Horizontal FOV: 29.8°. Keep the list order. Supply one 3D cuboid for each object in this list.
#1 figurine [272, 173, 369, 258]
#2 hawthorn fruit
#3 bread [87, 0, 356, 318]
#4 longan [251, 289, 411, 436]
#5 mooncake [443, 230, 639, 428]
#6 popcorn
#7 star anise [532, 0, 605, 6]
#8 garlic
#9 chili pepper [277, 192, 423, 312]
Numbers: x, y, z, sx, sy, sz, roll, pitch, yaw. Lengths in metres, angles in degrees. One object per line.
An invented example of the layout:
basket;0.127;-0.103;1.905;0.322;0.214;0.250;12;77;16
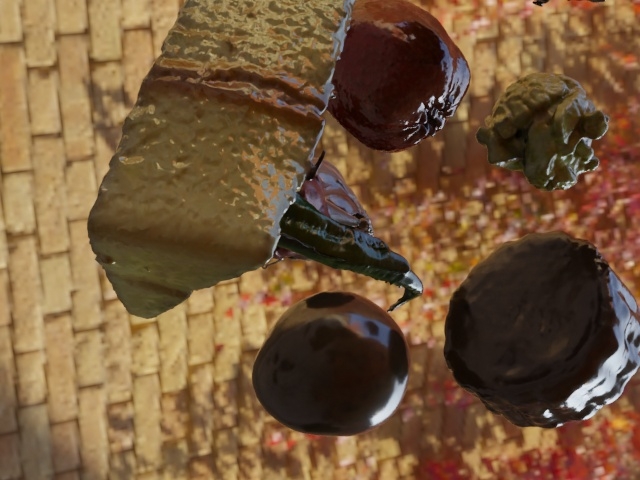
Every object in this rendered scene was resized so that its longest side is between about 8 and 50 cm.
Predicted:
figurine;-0.095;-0.040;1.709;0.207;0.387;0.166;-28;-121;40
hawthorn fruit;0.077;-0.243;1.646;0.253;0.205;0.205;45;-39;24
bread;-0.073;-0.082;0.870;0.178;0.142;0.266;-14;-131;36
longan;0.021;0.210;1.989;0.258;0.258;0.258;171;-90;-66
mooncake;0.379;0.157;2.021;0.187;0.324;0.324;42;9;-45
popcorn;0.358;-0.172;1.895;0.187;0.167;0.185;42;-53;13
star anise;0.276;-0.386;1.519;0.332;0.331;0.118;59;-32;39
garlic;-0.004;-0.021;2.101;0.207;0.207;0.257;62;-33;36
chili pepper;0.001;0.000;1.475;0.085;0.359;0.076;-51;-150;12
